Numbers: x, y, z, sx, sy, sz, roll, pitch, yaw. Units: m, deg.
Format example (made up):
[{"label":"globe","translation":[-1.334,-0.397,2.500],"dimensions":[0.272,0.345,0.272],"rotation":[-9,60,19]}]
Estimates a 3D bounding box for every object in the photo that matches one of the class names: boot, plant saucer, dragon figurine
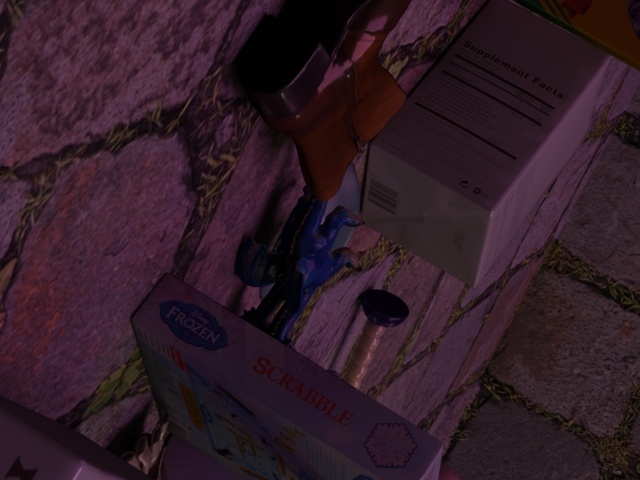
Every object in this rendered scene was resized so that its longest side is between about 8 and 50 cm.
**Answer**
[{"label":"boot","translation":[0.054,-0.179,1.625],"dimensions":[0.264,0.096,0.280],"rotation":[-56,157,-7]},{"label":"plant saucer","translation":[0.000,0.000,1.992],"dimensions":[0.195,0.037,0.195],"rotation":[-53,165,-21]},{"label":"dragon figurine","translation":[-0.030,0.021,1.822],"dimensions":[0.144,0.085,0.289],"rotation":[-45,157,-27]}]

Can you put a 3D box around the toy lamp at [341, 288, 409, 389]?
[{"label":"toy lamp","translation":[0.048,0.200,2.463],"dimensions":[0.080,0.080,0.275],"rotation":[-33,152,-58]}]

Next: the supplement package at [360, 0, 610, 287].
[{"label":"supplement package","translation":[0.204,-0.125,2.129],"dimensions":[0.293,0.175,0.177],"rotation":[-50,162,-29]}]

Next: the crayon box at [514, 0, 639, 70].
[{"label":"crayon box","translation":[0.360,-0.318,1.974],"dimensions":[0.202,0.318,0.081],"rotation":[-60,165,5]}]

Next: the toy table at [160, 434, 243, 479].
[{"label":"toy table","translation":[-0.059,0.285,2.018],"dimensions":[0.161,0.274,0.252],"rotation":[107,-21,-50]}]

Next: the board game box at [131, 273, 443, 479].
[{"label":"board game box","translation":[-0.030,0.197,1.733],"dimensions":[0.066,0.318,0.319],"rotation":[-53,165,-20]}]

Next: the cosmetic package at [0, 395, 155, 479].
[{"label":"cosmetic package","translation":[-0.259,0.266,1.426],"dimensions":[0.230,0.161,0.453],"rotation":[-57,166,-8]}]

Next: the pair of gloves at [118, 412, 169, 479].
[{"label":"pair of gloves","translation":[-0.212,0.318,1.792],"dimensions":[0.240,0.042,0.204],"rotation":[-67,171,-50]}]

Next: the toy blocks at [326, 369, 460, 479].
[{"label":"toy blocks","translation":[0.038,0.352,2.317],"dimensions":[0.260,0.288,0.309],"rotation":[-30,145,-51]}]
